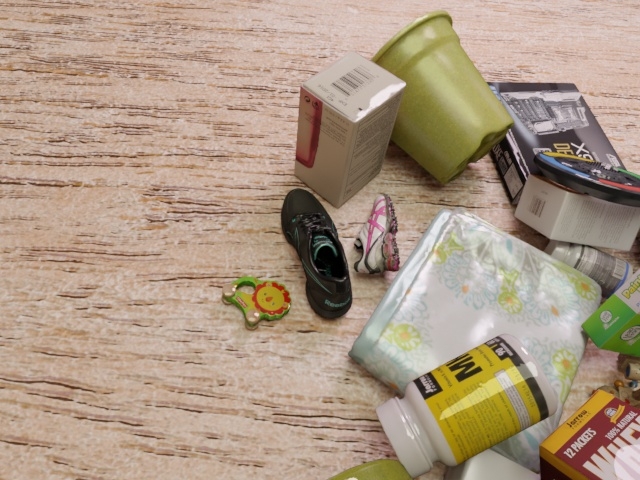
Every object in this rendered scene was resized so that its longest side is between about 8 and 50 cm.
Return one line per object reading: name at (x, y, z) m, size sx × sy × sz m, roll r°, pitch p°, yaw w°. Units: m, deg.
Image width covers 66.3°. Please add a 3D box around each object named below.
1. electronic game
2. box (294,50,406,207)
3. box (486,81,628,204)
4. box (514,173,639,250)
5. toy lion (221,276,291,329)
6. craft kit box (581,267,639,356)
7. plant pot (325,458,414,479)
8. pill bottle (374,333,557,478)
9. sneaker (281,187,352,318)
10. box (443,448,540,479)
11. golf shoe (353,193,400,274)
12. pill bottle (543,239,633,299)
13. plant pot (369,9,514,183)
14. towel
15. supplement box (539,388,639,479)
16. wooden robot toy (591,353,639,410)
electronic game at (0.505, -0.118, 0.890) m, size 0.229 × 0.048 × 0.229 m, roll 11°, pitch 24°, yaw -5°
box at (0.046, -0.203, 0.923) m, size 0.127 × 0.232 × 0.149 m, roll 39°, pitch 60°, yaw 18°
box at (0.498, -0.222, 1.087) m, size 0.243 × 0.076 × 0.307 m, roll -2°, pitch 57°, yaw -9°
box at (0.483, -0.054, 0.922) m, size 0.171 × 0.091 × 0.130 m, roll 7°, pitch 20°, yaw -12°
toy lion at (-0.103, 0.098, 0.831) m, size 0.096 × 0.034 × 0.100 m, roll -34°, pitch 66°, yaw -33°
craft kit box at (0.580, 0.087, 0.752) m, size 0.247 × 0.250 × 0.061 m, roll 16°, pitch 34°, yaw -19°
plant pot at (0.074, 0.433, 0.469) m, size 0.367 × 0.366 × 0.353 m, roll -21°, pitch 51°, yaw -20°
pill bottle at (0.187, 0.221, 0.650) m, size 0.209 × 0.119 × 0.119 m, roll -27°, pitch 63°, yaw -2°
sneaker at (0.000, 0.000, 0.862) m, size 0.101 × 0.106 × 0.267 m, roll -14°, pitch 58°, yaw -14°
box at (0.226, 0.350, 0.670) m, size 0.102 × 0.087 × 0.101 m, roll 26°, pitch 58°, yaw 10°
golf shoe at (0.100, -0.017, 0.907) m, size 0.086 × 0.067 × 0.186 m, roll -9°, pitch 43°, yaw 17°
pill bottle at (0.489, 0.048, 0.909) m, size 0.137 × 0.078 × 0.078 m, roll 25°, pitch 57°, yaw 10°
plant pot at (0.238, -0.265, 0.993) m, size 0.276 × 0.276 × 0.254 m, roll -34°, pitch 78°, yaw -25°
towel at (0.270, 0.135, 0.818) m, size 0.321 × 0.090 × 0.374 m, roll 32°, pitch 59°, yaw 14°
supplement box at (0.392, 0.331, 0.597) m, size 0.129 × 0.194 × 0.191 m, roll -28°, pitch 29°, yaw -23°
wooden robot toy at (0.483, 0.244, 0.788) m, size 0.079 × 0.076 × 0.173 m, roll 12°, pitch 55°, yaw 14°
